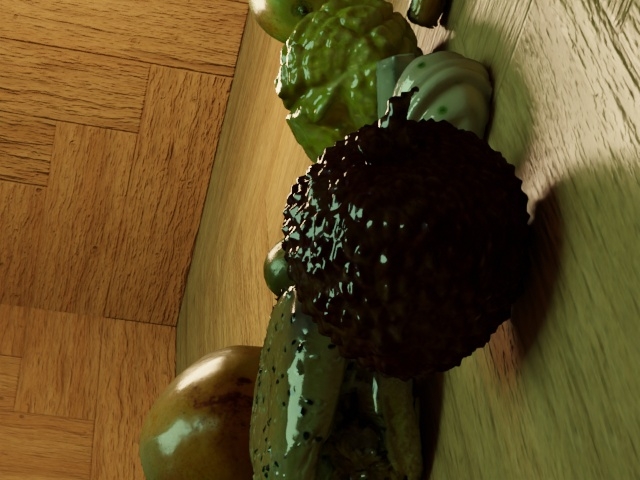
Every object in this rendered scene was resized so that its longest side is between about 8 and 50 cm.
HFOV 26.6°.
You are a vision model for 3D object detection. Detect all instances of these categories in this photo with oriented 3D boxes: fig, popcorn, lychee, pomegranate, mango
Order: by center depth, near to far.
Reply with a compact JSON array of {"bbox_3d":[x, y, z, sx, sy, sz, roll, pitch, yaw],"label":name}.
[{"bbox_3d":[0.085,-0.006,1.376,0.264,0.264,0.300,-115,16,-70],"label":"lychee"},{"bbox_3d":[0.048,-0.216,1.883,0.251,0.206,0.237,7,-110,-82],"label":"popcorn"},{"bbox_3d":[-0.129,0.311,2.067,0.319,0.319,0.319,-172,90,-79],"label":"pomegranate"},{"bbox_3d":[0.000,0.000,2.254,0.236,0.124,0.124,-56,15,6],"label":"fig"},{"bbox_3d":[-0.033,-0.469,2.467,0.382,0.201,0.225,-85,-16,-77],"label":"mango"}]

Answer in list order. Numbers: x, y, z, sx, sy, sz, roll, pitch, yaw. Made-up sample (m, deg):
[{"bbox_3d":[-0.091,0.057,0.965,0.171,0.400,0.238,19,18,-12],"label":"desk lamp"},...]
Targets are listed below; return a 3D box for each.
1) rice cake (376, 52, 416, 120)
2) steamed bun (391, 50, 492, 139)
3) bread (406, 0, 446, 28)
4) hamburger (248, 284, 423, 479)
[{"bbox_3d":[0.103,-0.120,1.754,0.057,0.052,0.256,-102,8,-70],"label":"rice cake"},{"bbox_3d":[0.132,-0.144,1.635,0.183,0.106,0.183,-171,90,-77],"label":"steamed bun"},{"bbox_3d":[0.151,-0.340,1.826,0.072,0.053,0.106,-36,-39,-73],"label":"bread"},{"bbox_3d":[0.020,0.221,1.706,0.318,0.195,0.277,110,165,-53],"label":"hamburger"}]
